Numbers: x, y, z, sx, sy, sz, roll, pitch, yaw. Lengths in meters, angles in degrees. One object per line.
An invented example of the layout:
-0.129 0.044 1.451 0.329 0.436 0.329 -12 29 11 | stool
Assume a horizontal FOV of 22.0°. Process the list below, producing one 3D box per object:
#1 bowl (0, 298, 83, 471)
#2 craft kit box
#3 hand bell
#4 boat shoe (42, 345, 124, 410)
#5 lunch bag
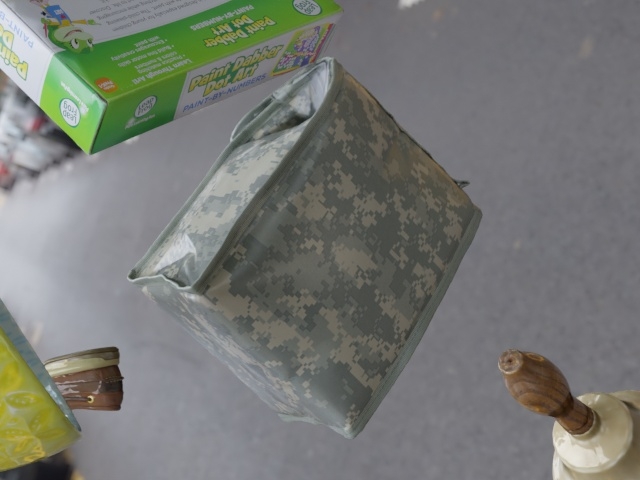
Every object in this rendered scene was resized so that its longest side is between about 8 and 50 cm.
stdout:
-0.314 0.064 1.183 0.156 0.289 0.289 -34 9 -7 | bowl
-0.151 -0.192 1.192 0.250 0.246 0.061 -28 -29 -44 | craft kit box
0.193 0.133 1.268 0.126 0.242 0.126 -15 58 25 | hand bell
-0.251 0.139 1.433 0.064 0.178 0.060 0 -104 -70 | boat shoe
0.000 0.000 1.574 0.287 0.235 0.169 -54 26 -16 | lunch bag
